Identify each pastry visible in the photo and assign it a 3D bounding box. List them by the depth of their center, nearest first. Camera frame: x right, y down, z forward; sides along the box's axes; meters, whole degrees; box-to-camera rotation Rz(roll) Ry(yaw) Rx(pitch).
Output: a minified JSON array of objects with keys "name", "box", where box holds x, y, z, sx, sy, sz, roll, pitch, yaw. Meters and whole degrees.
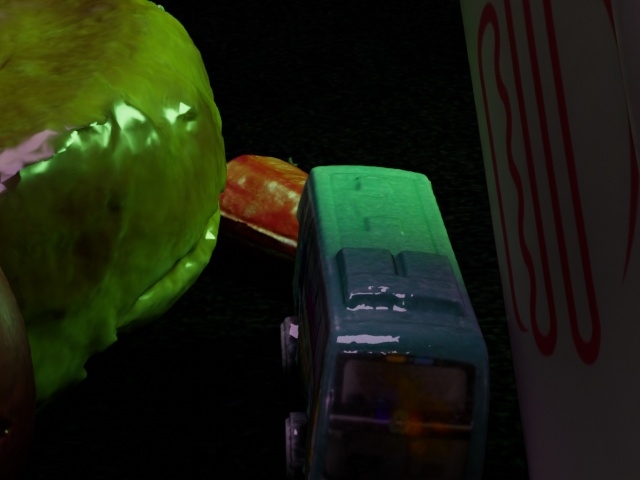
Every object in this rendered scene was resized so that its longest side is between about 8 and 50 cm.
[{"name":"pastry","box":[-0.223,-0.031,0.851,0.356,0.164,0.356,-4,36,3]}]

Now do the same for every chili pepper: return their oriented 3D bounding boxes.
[{"name":"chili pepper","box":[-0.003,-0.001,0.980,0.088,0.065,0.169,-15,27,-32]}]

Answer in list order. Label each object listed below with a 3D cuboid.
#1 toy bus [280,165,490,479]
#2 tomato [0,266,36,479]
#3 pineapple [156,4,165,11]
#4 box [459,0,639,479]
[{"name":"toy bus","box":[0.027,0.045,0.777,0.091,0.109,0.261,3,20,-5]},{"name":"tomato","box":[-0.211,0.066,0.602,0.208,0.184,0.208,-5,42,5]},{"name":"pineapple","box":[-0.242,-0.152,1.044,0.361,0.175,0.175,33,1,-31]},{"name":"box","box":[0.238,-0.056,0.599,0.314,0.312,0.300,-5,-10,-10]}]
